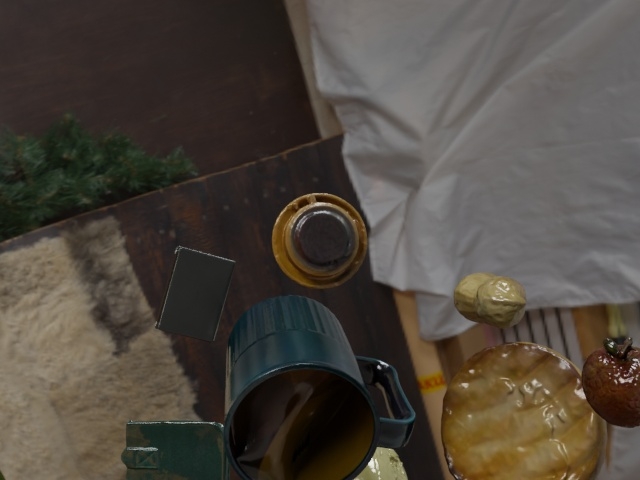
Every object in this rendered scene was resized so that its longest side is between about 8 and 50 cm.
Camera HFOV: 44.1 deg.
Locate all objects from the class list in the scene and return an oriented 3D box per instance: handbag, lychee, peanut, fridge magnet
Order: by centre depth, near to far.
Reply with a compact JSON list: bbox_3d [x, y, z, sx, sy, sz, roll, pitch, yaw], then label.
[{"bbox_3d":[0.384,0.172,0.985,0.101,0.114,0.140,9,117,-2],"label":"lychee"},{"bbox_3d":[0.000,0.000,1.158,0.143,0.063,0.143,1,83,-9],"label":"fridge magnet"},{"bbox_3d":[0.319,0.113,1.478,0.117,0.263,0.101,-10,93,-6],"label":"peanut"},{"bbox_3d":[-0.314,0.554,1.703,0.089,0.238,0.327,66,24,-79],"label":"handbag"}]

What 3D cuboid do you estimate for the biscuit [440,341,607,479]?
[{"bbox_3d":[0.350,0.323,1.370,0.102,0.296,0.297,14,78,-52],"label":"biscuit"}]

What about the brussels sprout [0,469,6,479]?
[{"bbox_3d":[-0.594,0.370,1.078,0.344,0.344,0.268,33,78,-35],"label":"brussels sprout"}]

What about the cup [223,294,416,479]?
[{"bbox_3d":[-0.017,0.240,1.344,0.307,0.292,0.242,-17,111,-3],"label":"cup"}]

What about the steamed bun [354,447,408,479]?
[{"bbox_3d":[0.072,0.556,1.750,0.166,0.232,0.273,36,27,-35],"label":"steamed bun"}]

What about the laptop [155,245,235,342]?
[{"bbox_3d":[-0.260,0.113,1.644,0.129,0.016,0.180,16,94,-10],"label":"laptop"}]
